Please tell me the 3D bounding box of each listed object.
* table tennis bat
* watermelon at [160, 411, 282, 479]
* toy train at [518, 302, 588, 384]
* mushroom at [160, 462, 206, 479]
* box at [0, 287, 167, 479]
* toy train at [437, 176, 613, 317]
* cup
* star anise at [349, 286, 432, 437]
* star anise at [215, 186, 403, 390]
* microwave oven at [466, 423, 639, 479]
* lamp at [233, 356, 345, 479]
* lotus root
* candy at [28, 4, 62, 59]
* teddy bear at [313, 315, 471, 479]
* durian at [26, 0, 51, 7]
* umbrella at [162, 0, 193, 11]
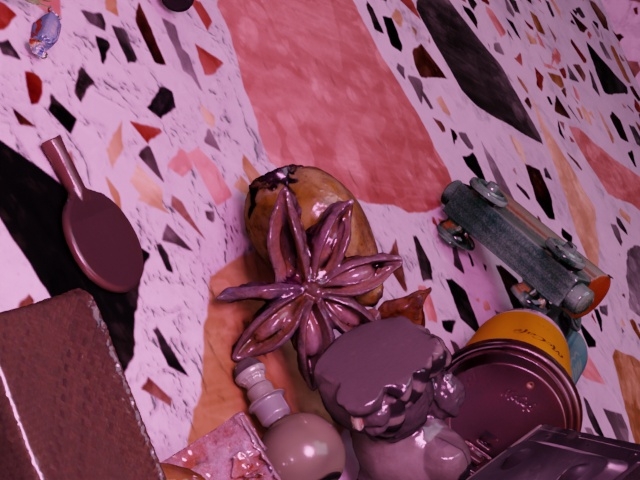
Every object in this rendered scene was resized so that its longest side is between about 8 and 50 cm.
[{"bbox_3d":[-0.188,-0.045,1.404,0.170,0.119,0.107,62,27,-3],"label":"table tennis bat"},{"bbox_3d":[-0.035,0.309,1.254,0.224,0.180,0.305,-25,76,-45],"label":"watermelon"},{"bbox_3d":[0.334,0.177,2.135,0.248,0.101,0.159,-34,111,-62],"label":"toy train"},{"bbox_3d":[-0.118,0.341,1.137,0.095,0.123,0.351,106,-28,-76],"label":"mushroom"},{"bbox_3d":[-0.222,0.194,1.043,0.143,0.184,0.273,-14,81,-62],"label":"box"},{"bbox_3d":[0.301,0.012,2.118,0.285,0.116,0.177,41,16,29],"label":"toy train"},{"bbox_3d":[0.248,0.190,1.872,0.196,0.196,0.279,58,20,-6],"label":"cup"},{"bbox_3d":[0.078,0.149,1.690,0.212,0.111,0.196,72,21,-71],"label":"star anise"},{"bbox_3d":[-0.003,0.057,1.561,0.197,0.212,0.073,31,-1,-20],"label":"star anise"},{"bbox_3d":[0.317,0.381,1.521,0.333,0.247,0.394,59,-14,-7],"label":"microwave oven"},{"bbox_3d":[-0.041,0.188,1.487,0.091,0.091,0.163,9,43,-57],"label":"lamp"},{"bbox_3d":[0.000,0.000,1.658,0.214,0.138,0.138,47,30,-15],"label":"lotus root"},{"bbox_3d":[-0.287,-0.218,1.501,0.030,0.020,0.083,45,30,-31],"label":"candy"},{"bbox_3d":[0.101,0.186,1.547,0.171,0.144,0.251,-55,139,-27],"label":"teddy bear"},{"bbox_3d":[-0.379,-0.258,1.330,0.355,0.157,0.169,-52,146,-60],"label":"durian"},{"bbox_3d":[-0.159,-0.399,1.846,0.073,0.067,0.337,35,37,-22],"label":"umbrella"}]
